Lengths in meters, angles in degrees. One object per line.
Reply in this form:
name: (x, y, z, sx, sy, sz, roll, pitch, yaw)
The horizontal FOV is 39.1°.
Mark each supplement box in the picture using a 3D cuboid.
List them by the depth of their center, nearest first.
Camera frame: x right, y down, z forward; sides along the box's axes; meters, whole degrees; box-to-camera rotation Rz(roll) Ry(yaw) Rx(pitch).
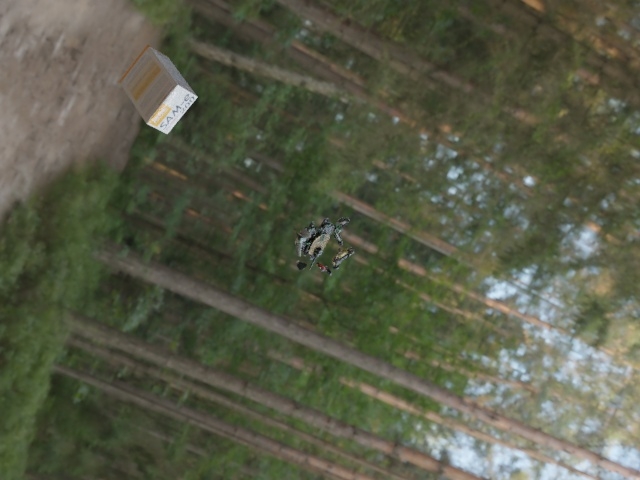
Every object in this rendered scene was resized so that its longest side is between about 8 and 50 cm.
supplement box: (-0.199, -0.185, 1.100, 0.062, 0.036, 0.098, -48, -129, 14)

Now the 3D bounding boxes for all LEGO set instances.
LEGO set: (-0.002, 0.002, 0.721, 0.054, 0.023, 0.083, -36, 154, -14)
